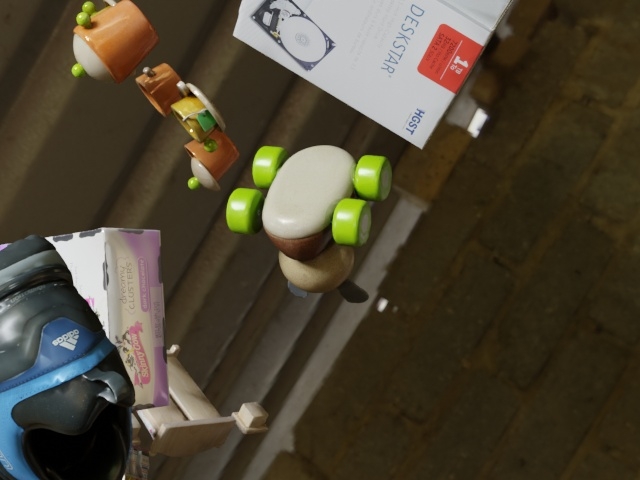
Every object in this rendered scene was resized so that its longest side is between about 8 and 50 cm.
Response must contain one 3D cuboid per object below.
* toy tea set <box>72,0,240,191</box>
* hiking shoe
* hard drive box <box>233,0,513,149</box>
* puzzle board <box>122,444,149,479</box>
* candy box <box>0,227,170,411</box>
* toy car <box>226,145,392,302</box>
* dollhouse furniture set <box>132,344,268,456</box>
[{"bbox_3d":[-0.248,-0.200,1.462,0.124,0.336,0.200,-41,13,-8],"label":"toy tea set"},{"bbox_3d":[-0.191,0.134,0.671,0.113,0.132,0.304,-31,-23,-28],"label":"hiking shoe"},{"bbox_3d":[0.050,-0.227,0.988,0.089,0.232,0.181,-57,-4,-37],"label":"hard drive box"},{"bbox_3d":[-0.214,0.288,1.174,0.128,0.011,0.096,85,-175,-74],"label":"puzzle board"},{"bbox_3d":[-0.235,0.079,0.957,0.070,0.196,0.164,2,-96,-50],"label":"candy box"},{"bbox_3d":[0.000,0.000,1.168,0.149,0.155,0.188,-63,-29,-41],"label":"toy car"},{"bbox_3d":[-0.320,0.263,1.626,0.355,0.303,0.174,5,-59,-43],"label":"dollhouse furniture set"}]
